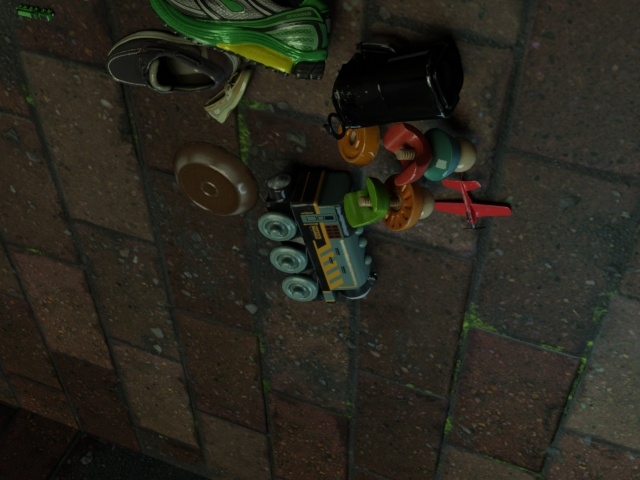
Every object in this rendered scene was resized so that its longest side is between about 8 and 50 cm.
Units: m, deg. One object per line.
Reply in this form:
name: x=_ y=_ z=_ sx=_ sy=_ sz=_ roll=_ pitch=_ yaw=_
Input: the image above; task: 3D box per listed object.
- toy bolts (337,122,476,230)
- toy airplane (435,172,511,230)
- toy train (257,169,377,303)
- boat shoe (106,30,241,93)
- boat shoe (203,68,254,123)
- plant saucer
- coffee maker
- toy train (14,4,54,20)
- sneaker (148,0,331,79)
toy bolts: x=0.154 y=-0.142 z=1.519 sx=0.159 sy=0.218 sz=0.228 roll=-3 pitch=163 yaw=-32
toy airplane: x=0.269 y=-0.070 z=1.592 sx=0.151 sy=0.028 sz=0.151 roll=18 pitch=141 yaw=15
toy train: x=0.000 y=0.000 z=1.753 sx=0.190 sy=0.142 sz=0.334 roll=-1 pitch=134 yaw=19
boat shoe: x=-0.283 y=-0.315 z=1.594 sx=0.285 sy=0.092 sz=0.102 roll=6 pitch=136 yaw=26
boat shoe: x=-0.169 y=-0.270 z=1.610 sx=0.048 sy=0.056 sz=0.153 roll=32 pitch=149 yaw=-12
plant saucer: x=-0.225 y=-0.116 z=1.829 sx=0.199 sy=0.036 sz=0.198 roll=16 pitch=140 yaw=14
coffee maker: x=0.121 y=-0.230 z=1.386 sx=0.178 sy=0.171 sz=0.120 roll=-2 pitch=153 yaw=36
toy train: x=-0.547 y=-0.433 z=1.675 sx=0.083 sy=0.023 sz=0.017 roll=13 pitch=139 yaw=18
sneaker: x=-0.129 y=-0.376 z=1.438 sx=0.344 sy=0.134 sz=0.146 roll=22 pitch=105 yaw=18
